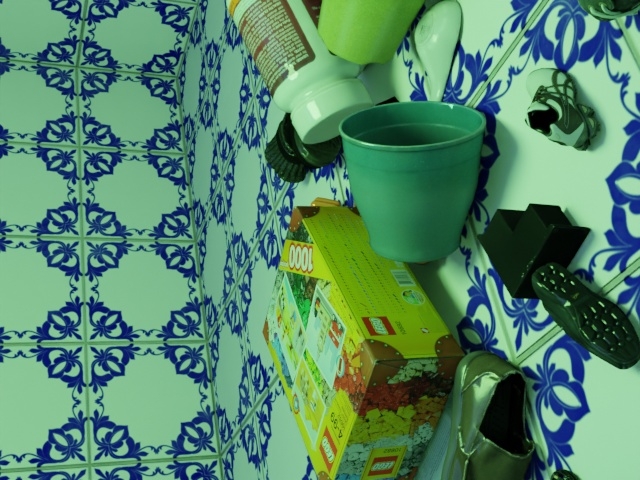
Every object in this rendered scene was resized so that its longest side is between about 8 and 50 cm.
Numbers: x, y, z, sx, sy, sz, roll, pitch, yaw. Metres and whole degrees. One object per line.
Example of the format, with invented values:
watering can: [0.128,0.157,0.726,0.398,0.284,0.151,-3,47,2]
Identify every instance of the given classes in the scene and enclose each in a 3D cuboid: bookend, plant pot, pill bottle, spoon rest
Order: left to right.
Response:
pill bottle: [-0.043,-0.440,1.949,0.392,0.224,0.224,64,152,10]
plant pot: [0.113,-0.522,1.754,0.254,0.276,0.276,111,151,-43]
plant pot: [0.181,-0.106,1.599,0.271,0.272,0.255,-131,32,-60]
spoon rest: [0.229,-0.367,1.736,0.137,0.084,0.276,29,102,65]
bookend: [0.348,-0.011,1.384,0.157,0.072,0.156,-111,32,-46]

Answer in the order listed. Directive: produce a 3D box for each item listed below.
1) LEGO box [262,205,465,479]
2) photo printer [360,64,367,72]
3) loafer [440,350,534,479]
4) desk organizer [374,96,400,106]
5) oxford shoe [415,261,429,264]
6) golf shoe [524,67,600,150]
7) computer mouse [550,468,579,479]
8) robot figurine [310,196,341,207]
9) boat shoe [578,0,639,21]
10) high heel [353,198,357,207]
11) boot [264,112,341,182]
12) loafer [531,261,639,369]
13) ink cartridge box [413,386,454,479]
LEGO box: [0.062,0.214,1.732,0.500,0.193,0.372,-118,36,-50]
photo printer: [0.071,-0.573,2.082,0.256,0.107,0.307,119,146,-50]
loafer: [0.289,0.373,1.419,0.130,0.134,0.365,166,104,-68]
desk organizer: [0.166,-0.284,1.902,0.130,0.047,0.050,-119,39,-52]
oxford shoe: [0.187,-0.030,1.804,0.271,0.097,0.098,-110,7,-46]
golf shoe: [0.364,-0.221,1.335,0.198,0.094,0.077,-112,31,-48]
computer mouse: [0.412,0.386,1.234,0.242,0.041,0.071,173,98,-69]
robot figurine: [-0.001,0.000,2.189,0.158,0.128,0.219,35,121,56]
boat shoe: [0.427,-0.373,1.189,0.335,0.121,0.119,-109,20,-64]
high heel: [0.125,-0.025,1.957,0.117,0.082,0.244,147,130,-62]
boot: [-0.056,-0.250,2.337,0.348,0.131,0.260,-96,27,-48]
loafer: [0.402,0.118,1.257,0.223,0.076,0.078,53,173,48]
ink cartridge box: [0.213,0.439,1.698,0.330,0.071,0.324,-122,40,-51]
